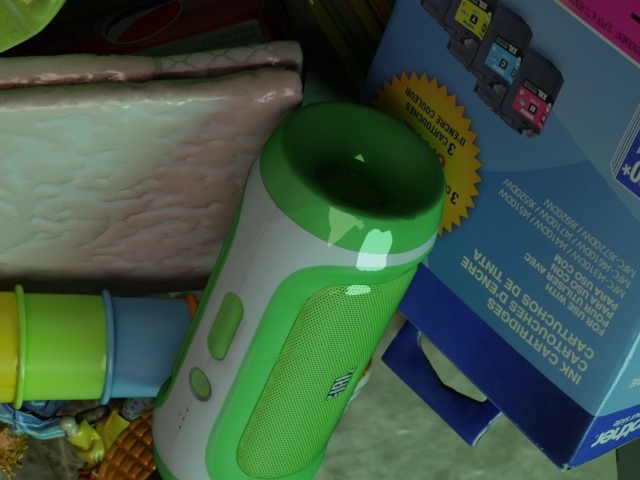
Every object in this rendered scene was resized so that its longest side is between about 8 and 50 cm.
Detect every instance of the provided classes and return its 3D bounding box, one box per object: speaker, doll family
[{"bbox_3d":[-0.020,0.053,1.240,0.131,0.131,0.296,18,131,-8],"label":"speaker"},{"bbox_3d":[-0.195,0.128,1.499,0.263,0.118,0.163,30,123,-15],"label":"doll family"}]

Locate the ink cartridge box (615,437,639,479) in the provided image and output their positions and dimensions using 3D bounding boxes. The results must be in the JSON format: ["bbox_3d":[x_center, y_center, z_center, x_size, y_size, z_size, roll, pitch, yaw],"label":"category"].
[{"bbox_3d":[0.338,0.200,1.479,0.212,0.154,0.093,35,120,-17],"label":"ink cartridge box"}]

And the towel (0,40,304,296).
[{"bbox_3d":[-0.178,-0.038,1.294,0.317,0.053,0.332,-4,157,-8],"label":"towel"}]

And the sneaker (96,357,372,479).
[{"bbox_3d":[-0.064,0.168,1.455,0.099,0.262,0.121,40,140,26],"label":"sneaker"}]

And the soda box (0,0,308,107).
[{"bbox_3d":[-0.147,-0.109,1.349,0.263,0.083,0.092,-14,123,14],"label":"soda box"}]

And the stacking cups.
[{"bbox_3d":[-0.128,0.083,1.378,0.316,0.096,0.096,3,127,-12],"label":"stacking cups"}]

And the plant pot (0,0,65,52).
[{"bbox_3d":[-0.215,-0.243,1.154,0.276,0.254,0.276,2,126,3],"label":"plant pot"}]

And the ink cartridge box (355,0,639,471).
[{"bbox_3d":[0.160,-0.047,1.216,0.270,0.151,0.395,44,133,29],"label":"ink cartridge box"}]

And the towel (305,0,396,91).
[{"bbox_3d":[0.110,-0.183,1.309,0.237,0.021,0.102,-24,121,20],"label":"towel"}]
